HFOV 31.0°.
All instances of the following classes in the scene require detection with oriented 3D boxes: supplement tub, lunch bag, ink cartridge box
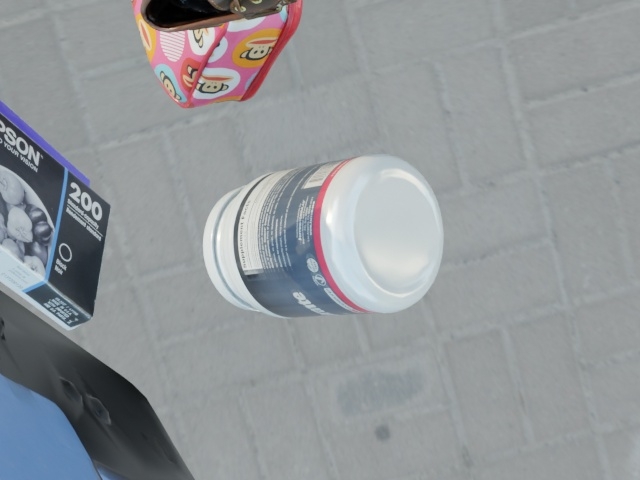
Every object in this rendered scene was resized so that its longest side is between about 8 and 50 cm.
[{"bbox_3d":[0.000,0.000,1.444,0.191,0.272,0.191,6,81,-42],"label":"supplement tub"},{"bbox_3d":[-0.128,-0.321,1.283,0.120,0.258,0.293,-10,70,-27],"label":"lunch bag"},{"bbox_3d":[-0.293,-0.048,1.153,0.045,0.208,0.206,-22,137,23],"label":"ink cartridge box"}]

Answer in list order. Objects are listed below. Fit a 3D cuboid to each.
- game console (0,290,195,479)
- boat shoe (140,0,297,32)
[{"bbox_3d":[-0.061,0.154,0.418,0.060,0.342,0.386,-39,59,3],"label":"game console"},{"bbox_3d":[-0.052,-0.181,0.786,0.073,0.207,0.073,51,61,-21],"label":"boat shoe"}]
